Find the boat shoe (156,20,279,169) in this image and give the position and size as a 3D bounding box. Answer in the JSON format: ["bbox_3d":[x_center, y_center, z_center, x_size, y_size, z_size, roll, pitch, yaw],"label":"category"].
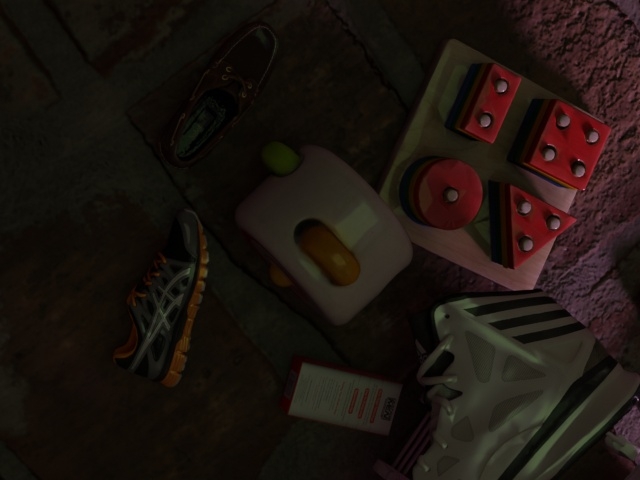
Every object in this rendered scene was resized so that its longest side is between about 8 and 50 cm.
[{"bbox_3d":[-0.112,-0.169,1.314,0.073,0.073,0.207,35,84,-18],"label":"boat shoe"}]

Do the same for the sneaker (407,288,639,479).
[{"bbox_3d":[0.148,0.230,1.348,0.447,0.169,0.257,-40,79,-16],"label":"sneaker"}]

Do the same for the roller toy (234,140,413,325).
[{"bbox_3d":[0.000,0.000,1.308,0.146,0.209,0.191,-44,145,-7],"label":"roller toy"}]

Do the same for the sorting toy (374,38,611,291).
[{"bbox_3d":[0.227,-0.087,1.428,0.257,0.089,0.256,25,89,-20],"label":"sorting toy"}]

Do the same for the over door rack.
[{"bbox_3d":[0.262,0.294,1.482,0.324,0.108,0.240,37,86,-19],"label":"over door rack"}]

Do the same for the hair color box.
[{"bbox_3d":[0.026,0.197,1.423,0.141,0.043,0.072,16,92,-19],"label":"hair color box"}]

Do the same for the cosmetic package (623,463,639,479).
[{"bbox_3d":[0.507,0.563,1.419,0.327,0.393,0.329,-46,121,-8],"label":"cosmetic package"}]

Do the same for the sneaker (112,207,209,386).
[{"bbox_3d":[-0.185,0.065,1.317,0.083,0.084,0.215,12,94,-15],"label":"sneaker"}]
